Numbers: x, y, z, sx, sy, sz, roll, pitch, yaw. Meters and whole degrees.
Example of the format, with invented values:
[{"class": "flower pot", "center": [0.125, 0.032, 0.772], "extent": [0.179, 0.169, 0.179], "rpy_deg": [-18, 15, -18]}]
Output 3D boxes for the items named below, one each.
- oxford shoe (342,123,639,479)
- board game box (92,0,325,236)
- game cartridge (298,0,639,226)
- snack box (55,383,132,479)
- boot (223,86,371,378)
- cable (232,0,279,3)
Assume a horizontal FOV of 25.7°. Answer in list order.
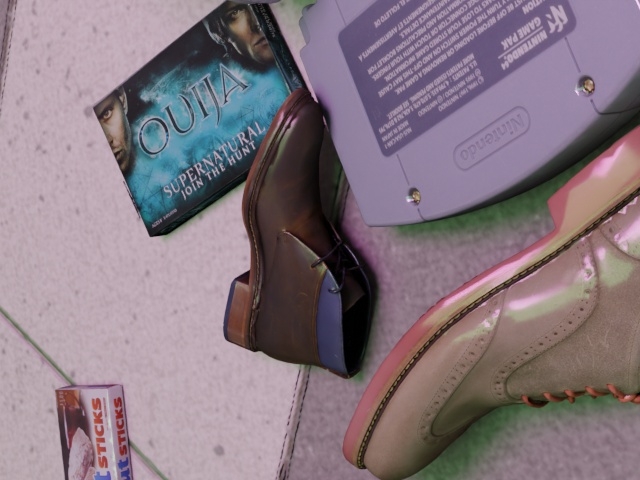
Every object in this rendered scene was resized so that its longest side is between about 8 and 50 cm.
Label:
[{"class": "oxford shoe", "center": [0.150, 0.069, 0.910], "extent": [0.130, 0.123, 0.348], "rpy_deg": [52, 120, 16]}, {"class": "board game box", "center": [-0.094, -0.099, 1.116], "extent": [0.186, 0.026, 0.126], "rpy_deg": [-32, 78, 33]}, {"class": "game cartridge", "center": [0.103, -0.128, 0.916], "extent": [0.297, 0.062, 0.198], "rpy_deg": [-33, 79, 50]}, {"class": "snack box", "center": [-0.193, 0.215, 1.220], "extent": [0.064, 0.022, 0.178], "rpy_deg": [-5, 92, 33]}, {"class": "boot", "center": [0.000, 0.000, 1.034], "extent": [0.106, 0.082, 0.219], "rpy_deg": [23, 122, 20]}, {"class": "cable", "center": [-0.125, -0.255, 0.983], "extent": [0.257, 0.257, 0.089], "rpy_deg": [46, 115, 46]}]
